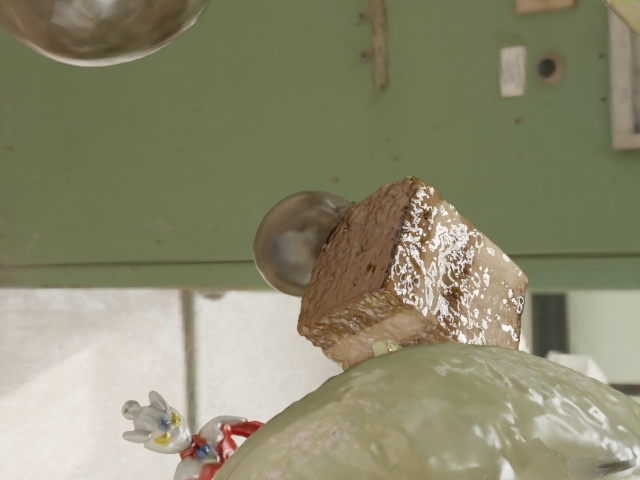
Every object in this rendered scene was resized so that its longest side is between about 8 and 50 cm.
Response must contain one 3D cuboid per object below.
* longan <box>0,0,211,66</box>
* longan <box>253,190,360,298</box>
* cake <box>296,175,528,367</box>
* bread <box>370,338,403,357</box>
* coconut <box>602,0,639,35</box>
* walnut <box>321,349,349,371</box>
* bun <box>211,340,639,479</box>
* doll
[{"bbox_3d":[-0.221,-0.316,1.082,0.297,0.297,0.297,5,84,-55],"label":"longan"},{"bbox_3d":[0.000,0.000,1.602,0.185,0.204,0.159,-11,73,-44],"label":"longan"},{"bbox_3d":[0.144,0.087,1.387,0.293,0.196,0.198,36,48,-19],"label":"cake"},{"bbox_3d":[0.108,0.159,1.185,0.154,0.028,0.068,38,26,-47],"label":"bread"},{"bbox_3d":[0.225,-0.216,0.603,0.204,0.236,0.236,11,79,-45],"label":"coconut"},{"bbox_3d":[0.075,0.143,1.745,0.149,0.166,0.166,-34,117,-67],"label":"walnut"},{"bbox_3d":[0.090,0.235,0.554,0.365,0.219,0.365,-6,100,-35],"label":"bun"},{"bbox_3d":[-0.129,0.347,1.614,0.384,0.099,0.188,32,65,-4],"label":"doll"}]
